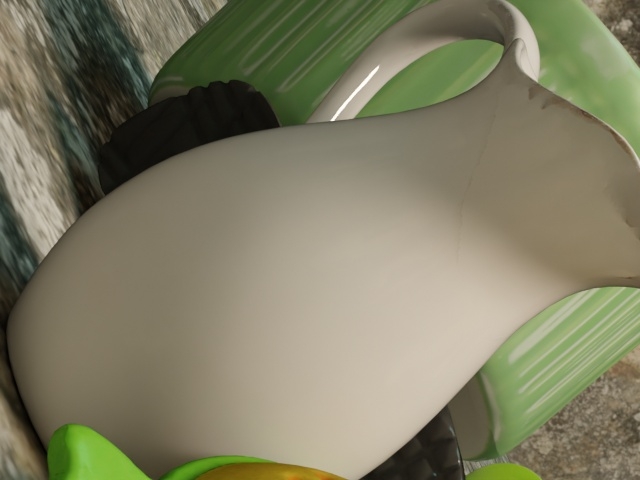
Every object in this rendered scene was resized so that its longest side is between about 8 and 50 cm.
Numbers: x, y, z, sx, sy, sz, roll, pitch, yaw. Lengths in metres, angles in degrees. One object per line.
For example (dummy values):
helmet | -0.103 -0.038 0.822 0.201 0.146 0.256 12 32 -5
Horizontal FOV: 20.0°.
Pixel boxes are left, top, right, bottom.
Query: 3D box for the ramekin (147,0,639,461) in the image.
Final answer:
ramekin | 0.047 -0.025 0.970 0.303 0.148 0.303 42 -19 18

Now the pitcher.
pitcher | 0.000 0.000 0.627 0.125 0.207 0.177 59 6 -36

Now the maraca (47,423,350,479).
maraca | -0.019 0.117 0.510 0.186 0.099 0.127 27 41 -43

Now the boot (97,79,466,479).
boot | 0.011 0.101 0.792 0.338 0.118 0.222 -105 173 -45

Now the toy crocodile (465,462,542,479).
toy crocodile | 0.144 0.286 1.160 0.115 0.105 0.340 59 7 -36
